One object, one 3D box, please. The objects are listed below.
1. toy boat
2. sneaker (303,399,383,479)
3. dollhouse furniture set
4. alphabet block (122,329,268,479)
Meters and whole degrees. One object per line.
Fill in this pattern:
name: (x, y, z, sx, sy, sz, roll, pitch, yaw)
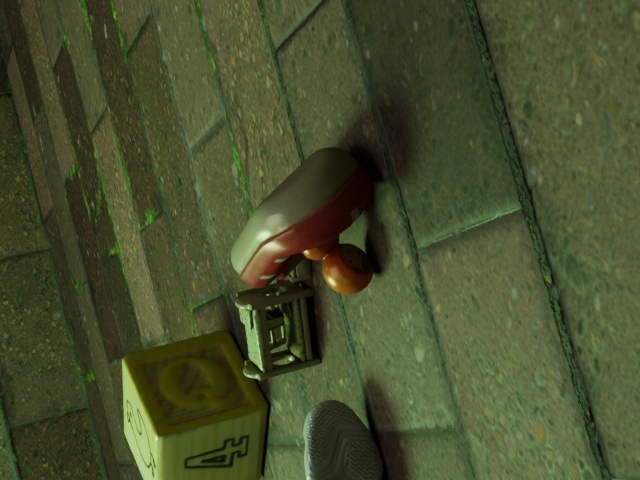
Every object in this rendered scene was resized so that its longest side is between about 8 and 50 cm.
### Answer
toy boat: (0.000, 0.000, 1.366, 0.151, 0.151, 0.231, 43, 155, 2)
sneaker: (0.018, 0.338, 1.520, 0.153, 0.101, 0.268, -19, 88, 66)
dollhouse furniture set: (-0.085, 0.074, 1.630, 0.161, 0.101, 0.182, -148, 48, -61)
alphabet block: (-0.210, 0.295, 1.954, 0.192, 0.193, 0.197, 55, 150, 41)
